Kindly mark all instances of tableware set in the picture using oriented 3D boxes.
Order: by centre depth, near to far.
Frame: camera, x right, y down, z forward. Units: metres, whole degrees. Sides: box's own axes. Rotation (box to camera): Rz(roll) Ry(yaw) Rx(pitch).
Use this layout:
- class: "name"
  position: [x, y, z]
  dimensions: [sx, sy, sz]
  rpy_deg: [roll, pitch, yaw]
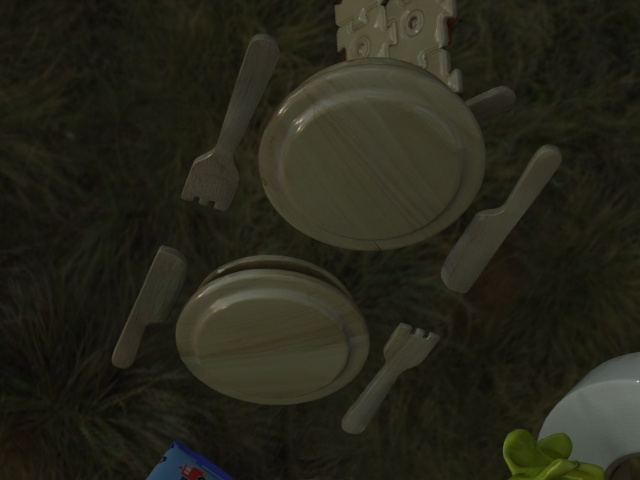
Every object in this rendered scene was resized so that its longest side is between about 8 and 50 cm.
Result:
- class: "tableware set"
  position: [0.000, 0.000, 0.397]
  dimensions: [0.128, 0.194, 0.039]
  rpy_deg: [19, 39, -14]

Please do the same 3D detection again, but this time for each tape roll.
- class: "tape roll"
  position: [0.426, 0.307, 1.059]
  dimensions: [0.072, 0.392, 0.392]
  rpy_deg: [-34, 79, -38]

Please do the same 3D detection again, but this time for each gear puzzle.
- class: "gear puzzle"
  position: [0.091, -0.168, 0.986]
  dimensions: [0.044, 0.175, 0.339]
  rpy_deg: [7, 74, -40]

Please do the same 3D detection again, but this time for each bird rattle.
- class: "bird rattle"
  position: [0.201, 0.325, 0.976]
  dimensions: [0.253, 0.143, 0.207]
  rpy_deg: [-40, 82, 4]

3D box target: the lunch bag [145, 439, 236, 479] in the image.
- class: "lunch bag"
  position: [-0.090, 0.385, 1.041]
  dimensions: [0.293, 0.138, 0.221]
  rpy_deg: [25, 20, 4]

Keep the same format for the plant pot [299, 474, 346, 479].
- class: "plant pot"
  position: [0.007, 0.459, 1.417]
  dimensions: [0.167, 0.167, 0.165]
  rpy_deg: [12, 33, -12]
